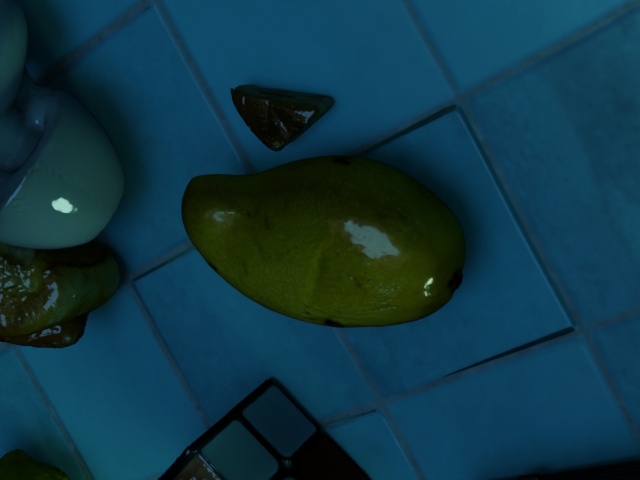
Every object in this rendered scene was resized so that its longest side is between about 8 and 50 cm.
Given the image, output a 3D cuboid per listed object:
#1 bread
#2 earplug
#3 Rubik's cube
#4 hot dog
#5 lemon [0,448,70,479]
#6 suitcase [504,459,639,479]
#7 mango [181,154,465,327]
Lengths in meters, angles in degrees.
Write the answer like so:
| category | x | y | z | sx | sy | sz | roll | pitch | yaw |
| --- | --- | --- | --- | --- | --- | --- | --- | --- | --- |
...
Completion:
| category | x | y | z | sx | sy | sz | roll | pitch | yaw |
| --- | --- | --- | --- | --- | --- | --- | --- | --- | --- |
| bread | -0.042 | -0.121 | 1.084 | 0.109 | 0.043 | 0.062 | 15 | 115 | 24 |
| earplug | -0.348 | -0.135 | 1.201 | 0.214 | 0.175 | 0.326 | -41 | 76 | 36 |
| Rubik's cube | -0.080 | 0.297 | 1.201 | 0.180 | 0.167 | 0.183 | 43 | 126 | 8 |
| hot dog | -0.375 | 0.039 | 1.297 | 0.256 | 0.150 | 0.153 | 31 | 112 | 17 |
| lemon | -0.412 | 0.393 | 1.426 | 0.192 | 0.192 | 0.231 | 10 | 93 | 28 |
| suitcase | 0.288 | 0.331 | 1.007 | 0.335 | 0.152 | 0.230 | -19 | 97 | 38 |
| mango | 0.004 | -0.003 | 1.061 | 0.294 | 0.120 | 0.177 | 11 | 122 | 29 |
